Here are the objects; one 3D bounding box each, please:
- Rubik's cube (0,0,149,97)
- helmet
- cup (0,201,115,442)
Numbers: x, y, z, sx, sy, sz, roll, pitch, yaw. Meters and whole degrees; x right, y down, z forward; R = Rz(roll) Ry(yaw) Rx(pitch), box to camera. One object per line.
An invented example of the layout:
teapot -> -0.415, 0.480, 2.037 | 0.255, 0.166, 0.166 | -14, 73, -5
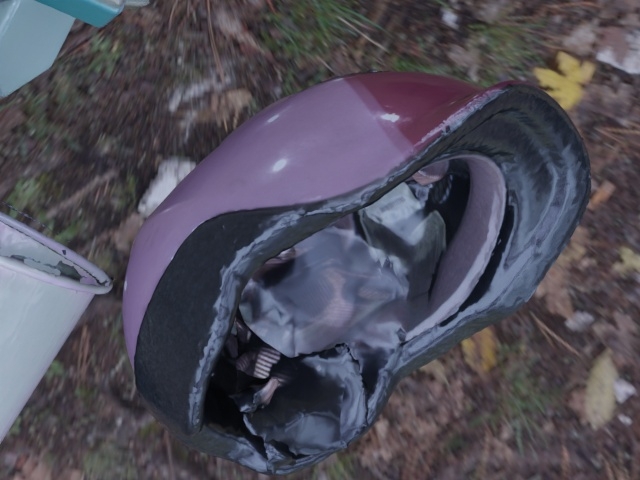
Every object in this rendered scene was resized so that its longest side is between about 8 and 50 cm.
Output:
Rubik's cube -> -0.206, -0.225, 1.144 | 0.265, 0.224, 0.213 | 44, 118, 21
helmet -> 0.000, 0.000, 0.882 | 0.253, 0.154, 0.198 | -53, 145, 1
cup -> -0.298, 0.087, 1.074 | 0.253, 0.253, 0.274 | 25, 91, -8
